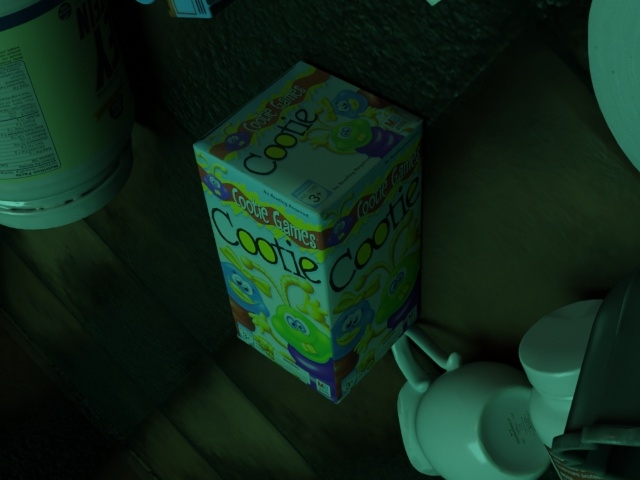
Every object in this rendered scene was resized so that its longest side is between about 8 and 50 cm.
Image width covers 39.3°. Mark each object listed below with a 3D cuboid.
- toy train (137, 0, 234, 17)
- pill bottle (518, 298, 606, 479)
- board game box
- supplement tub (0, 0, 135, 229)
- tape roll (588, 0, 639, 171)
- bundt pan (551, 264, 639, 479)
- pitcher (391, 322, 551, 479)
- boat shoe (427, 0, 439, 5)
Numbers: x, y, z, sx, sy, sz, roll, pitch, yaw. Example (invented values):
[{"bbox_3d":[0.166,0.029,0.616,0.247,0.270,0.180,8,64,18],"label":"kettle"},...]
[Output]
[{"bbox_3d":[-0.130,-0.277,0.756,0.105,0.080,0.184,11,134,35],"label":"toy train"},{"bbox_3d":[0.245,0.159,0.729,0.121,0.121,0.216,2,128,53],"label":"pill bottle"},{"bbox_3d":[0.000,0.000,0.845,0.142,0.144,0.275,30,148,28],"label":"board game box"},{"bbox_3d":[-0.334,-0.192,0.968,0.235,0.235,0.325,32,148,27],"label":"supplement tub"},{"bbox_3d":[0.251,-0.095,0.456,0.219,0.072,0.219,35,149,24],"label":"tape roll"},{"bbox_3d":[0.291,0.075,0.452,0.330,0.124,0.331,11,163,3],"label":"bundt pan"},{"bbox_3d":[0.139,0.162,0.900,0.178,0.125,0.207,65,162,1],"label":"pitcher"},{"bbox_3d":[0.102,-0.210,0.539,0.063,0.066,0.184,50,161,-6],"label":"boat shoe"}]
